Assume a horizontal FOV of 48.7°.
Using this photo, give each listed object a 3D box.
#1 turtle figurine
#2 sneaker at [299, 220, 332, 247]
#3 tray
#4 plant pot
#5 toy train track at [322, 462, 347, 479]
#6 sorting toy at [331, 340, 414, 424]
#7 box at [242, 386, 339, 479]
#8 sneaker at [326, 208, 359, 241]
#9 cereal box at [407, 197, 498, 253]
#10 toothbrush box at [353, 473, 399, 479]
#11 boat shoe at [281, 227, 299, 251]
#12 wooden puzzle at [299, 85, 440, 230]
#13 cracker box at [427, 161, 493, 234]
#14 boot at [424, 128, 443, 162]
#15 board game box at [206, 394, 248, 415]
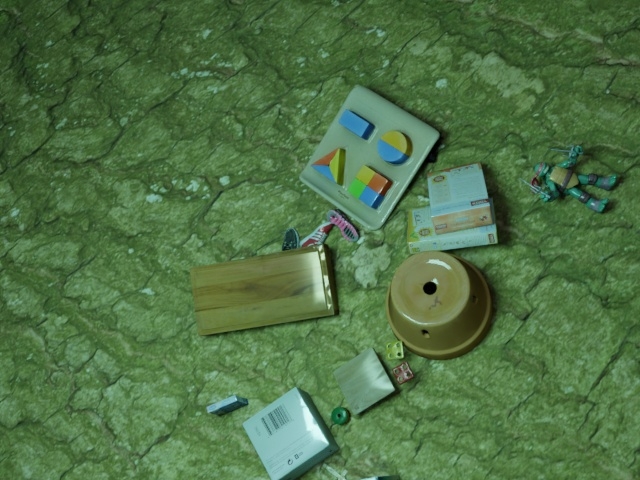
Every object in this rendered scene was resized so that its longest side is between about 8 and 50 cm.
[{"bbox_3d":[0.664,-0.169,1.910,0.234,0.118,0.175,24,93,8],"label":"turtle figurine"},{"bbox_3d":[0.000,0.000,2.087,0.118,0.042,0.067,-39,60,9],"label":"sneaker"},{"bbox_3d":[-0.166,0.145,2.040,0.410,0.076,0.203,-10,83,12],"label":"tray"},{"bbox_3d":[0.300,0.150,1.854,0.290,0.203,0.291,-6,68,15],"label":"plant pot"},{"bbox_3d":[0.039,0.615,1.864,0.083,0.014,0.048,31,82,25],"label":"toy train track"},{"bbox_3d":[0.130,0.373,1.899,0.274,0.046,0.132,-36,64,14],"label":"sorting toy"},{"bbox_3d":[-0.078,0.518,1.877,0.181,0.119,0.182,-35,65,2],"label":"box"},{"bbox_3d":[0.074,-0.049,2.082,0.119,0.057,0.047,48,120,4],"label":"sneaker"},{"bbox_3d":[0.361,-0.041,1.946,0.240,0.047,0.173,-7,34,15],"label":"cereal box"},{"bbox_3d":[0.075,0.642,1.688,0.216,0.295,0.126,-16,69,12],"label":"toothbrush box"},{"bbox_3d":[-0.092,0.026,2.106,0.049,0.040,0.142,-3,70,16],"label":"boat shoe"},{"bbox_3d":[0.130,-0.253,2.087,0.322,0.080,0.348,37,97,25],"label":"wooden puzzle"},{"bbox_3d":[0.379,-0.118,1.942,0.155,0.067,0.232,-11,33,13],"label":"cracker box"},{"bbox_3d":[0.299,-0.287,2.102,0.121,0.045,0.099,11,75,15],"label":"boot"},{"bbox_3d":[-0.258,0.460,1.969,0.090,0.090,0.020,-24,65,8],"label":"board game box"}]
